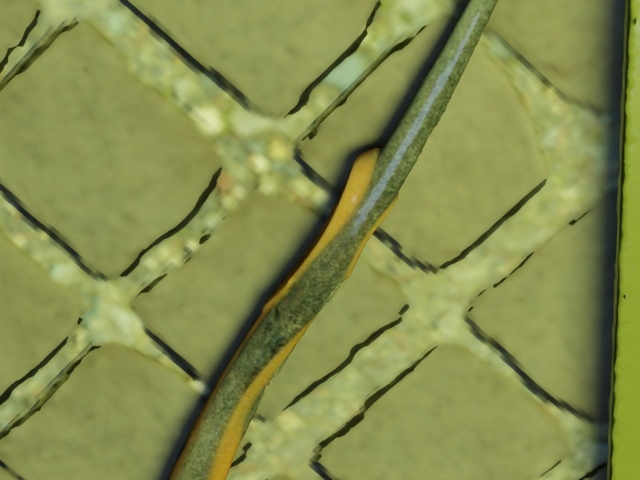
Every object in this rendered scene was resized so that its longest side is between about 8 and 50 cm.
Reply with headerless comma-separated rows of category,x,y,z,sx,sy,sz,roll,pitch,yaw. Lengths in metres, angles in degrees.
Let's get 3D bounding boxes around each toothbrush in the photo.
toothbrush,0.003,0.001,0.628,0.031,0.023,0.321,26,114,0

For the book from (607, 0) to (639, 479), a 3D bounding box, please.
book,0.214,-0.049,0.581,0.239,0.035,0.352,-1,115,3
